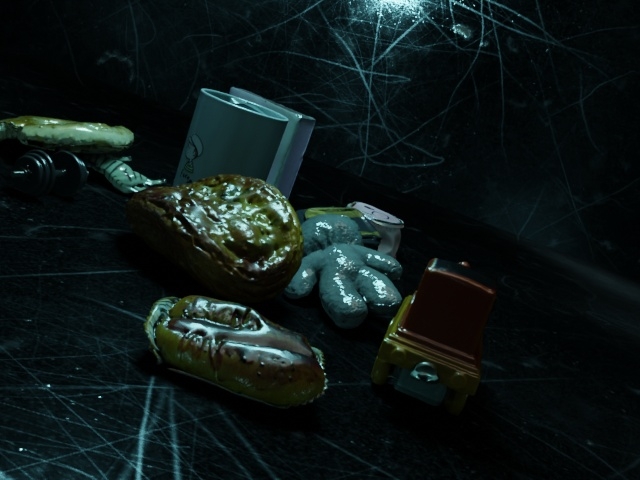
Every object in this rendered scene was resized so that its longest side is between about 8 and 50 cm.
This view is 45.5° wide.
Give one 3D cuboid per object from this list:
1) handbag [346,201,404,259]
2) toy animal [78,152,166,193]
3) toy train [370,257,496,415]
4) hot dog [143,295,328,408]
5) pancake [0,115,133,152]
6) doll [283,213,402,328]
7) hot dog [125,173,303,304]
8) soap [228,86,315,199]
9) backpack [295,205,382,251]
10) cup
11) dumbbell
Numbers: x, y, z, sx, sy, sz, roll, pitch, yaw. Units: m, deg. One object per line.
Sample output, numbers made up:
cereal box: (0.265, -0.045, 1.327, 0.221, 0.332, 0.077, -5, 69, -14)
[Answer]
handbag: (0.144, -0.026, 2.137, 0.179, 0.116, 0.205, 20, 14, 4)
toy animal: (-0.502, -0.163, 1.841, 0.217, 0.073, 0.176, 30, 21, 20)
toy train: (0.199, 0.143, 1.262, 0.163, 0.231, 0.369, 23, 12, 9)
hot dog: (-0.114, 0.149, 1.072, 0.271, 0.081, 0.162, 19, 24, 2)
pancake: (-0.643, -0.263, 1.877, 0.383, 0.071, 0.382, 4, 10, -1)
doll: (0.036, 0.079, 1.558, 0.246, 0.158, 0.340, -19, 42, -18)
hot dog: (-0.207, -0.027, 1.466, 0.267, 0.174, 0.388, -15, 33, -39)
soap: (-0.188, -0.276, 2.278, 0.285, 0.296, 0.107, 29, 16, 29)
backpack: (0.000, 0.000, 1.816, 0.258, 0.133, 0.206, 4, 28, -34)
cup: (-0.217, -0.169, 1.737, 0.206, 0.312, 0.205, 19, 12, -4)
dumbbell: (-0.557, -0.138, 1.580, 0.099, 0.099, 0.208, 25, 14, 21)
